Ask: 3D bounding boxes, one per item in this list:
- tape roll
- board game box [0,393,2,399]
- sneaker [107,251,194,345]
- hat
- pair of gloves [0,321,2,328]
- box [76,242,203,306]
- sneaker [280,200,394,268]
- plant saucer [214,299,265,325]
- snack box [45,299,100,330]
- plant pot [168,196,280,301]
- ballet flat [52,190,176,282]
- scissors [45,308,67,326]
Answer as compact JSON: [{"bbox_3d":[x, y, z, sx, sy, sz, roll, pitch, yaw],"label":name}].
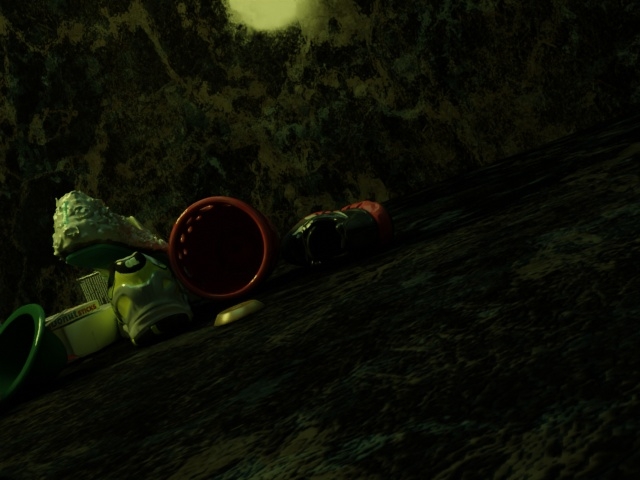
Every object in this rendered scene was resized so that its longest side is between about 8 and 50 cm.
[{"bbox_3d":[-0.575,0.224,1.668,0.392,0.072,0.392,-21,3,1],"label":"tape roll"},{"bbox_3d":[-0.633,0.244,1.172,0.303,0.097,0.224,-29,13,-33],"label":"board game box"},{"bbox_3d":[-0.311,0.093,1.510,0.145,0.147,0.384,-24,3,-19],"label":"sneaker"},{"bbox_3d":[-0.423,0.210,1.346,0.173,0.183,0.208,-32,42,27],"label":"hat"},{"bbox_3d":[-0.735,0.243,1.814,0.159,0.023,0.198,-45,-21,-12],"label":"pair of gloves"},{"bbox_3d":[-0.376,0.094,1.886,0.270,0.143,0.165,-20,4,12],"label":"box"},{"bbox_3d":[0.000,-0.001,1.511,0.135,0.098,0.276,-21,4,-41],"label":"sneaker"},{"bbox_3d":[-0.125,0.107,1.271,0.083,0.015,0.083,-21,4,1],"label":"plant saucer"},{"bbox_3d":[-0.489,0.149,1.543,0.064,0.022,0.178,-16,5,28],"label":"snack box"},{"bbox_3d":[-0.171,0.018,1.577,0.191,0.191,0.174,-20,-5,5],"label":"plant pot"},{"bbox_3d":[-0.376,0.000,1.575,0.147,0.147,0.409,-21,-16,4],"label":"ballet flat"},{"bbox_3d":[-0.549,0.214,1.396,0.297,0.021,0.109,-38,-1,-2],"label":"scissors"}]
